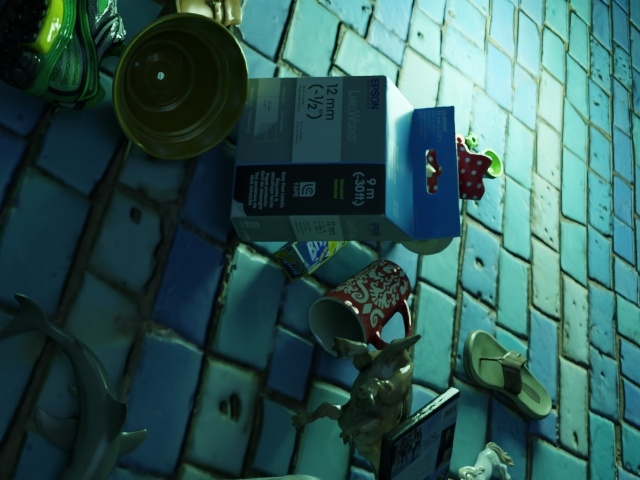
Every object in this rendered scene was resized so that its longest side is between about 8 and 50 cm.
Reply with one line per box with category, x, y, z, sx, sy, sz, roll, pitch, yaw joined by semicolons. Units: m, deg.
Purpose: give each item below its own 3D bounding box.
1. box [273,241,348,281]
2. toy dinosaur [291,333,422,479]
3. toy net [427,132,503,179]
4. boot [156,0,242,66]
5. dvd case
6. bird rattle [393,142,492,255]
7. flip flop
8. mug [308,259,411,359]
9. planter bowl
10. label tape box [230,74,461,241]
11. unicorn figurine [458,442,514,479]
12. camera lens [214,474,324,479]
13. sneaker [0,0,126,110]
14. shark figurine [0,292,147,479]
box;0.000;0.000;1.245;0.169;0.054;0.059;-39;100;-42
toy dinosaur;0.094;0.239;1.135;0.200;0.296;0.127;4;27;-42
toy net;0.295;-0.169;1.561;0.232;0.045;0.122;-19;87;-42
boot;-0.195;-0.368;1.209;0.152;0.073;0.197;1;76;-44
dvd case;0.150;0.373;1.161;0.180;0.022;0.253;-22;124;-42
bird rattle;0.195;-0.076;1.324;0.143;0.253;0.207;-16;108;-42
flip flop;0.380;0.264;1.447;0.277;0.080;0.112;40;53;-22
mug;0.083;0.122;1.233;0.150;0.113;0.169;52;44;2
planter bowl;-0.223;-0.236;1.096;0.217;0.090;0.217;-20;125;-31
label tape box;0.044;-0.130;1.157;0.115;0.347;0.249;71;20;-66
unicorn figurine;0.298;0.433;1.340;0.111;0.060;0.162;55;32;-10
camera lens;-0.084;0.399;0.877;0.219;0.274;0.219;16;64;-35
sneaker;-0.346;-0.335;1.050;0.146;0.134;0.344;33;57;-44
shark figurine;-0.282;0.190;0.902;0.166;0.116;0.278;-13;85;-43
